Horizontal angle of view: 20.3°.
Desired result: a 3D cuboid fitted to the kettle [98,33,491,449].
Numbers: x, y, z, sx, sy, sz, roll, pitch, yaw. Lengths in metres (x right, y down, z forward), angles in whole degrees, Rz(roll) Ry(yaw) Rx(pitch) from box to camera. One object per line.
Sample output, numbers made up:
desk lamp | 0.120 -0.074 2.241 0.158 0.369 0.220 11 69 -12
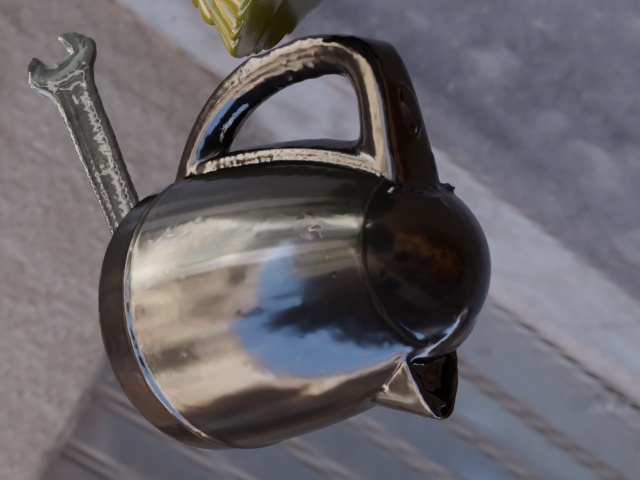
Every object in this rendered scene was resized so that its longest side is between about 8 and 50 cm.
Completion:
kettle | 0.009 0.014 1.249 0.207 0.251 0.271 33 149 -34

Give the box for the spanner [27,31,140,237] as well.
spanner | -0.177 -0.061 1.482 0.302 0.071 0.017 63 -177 33

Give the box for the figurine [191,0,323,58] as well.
figurine | -0.121 -0.276 1.148 0.315 0.187 0.168 39 133 8
